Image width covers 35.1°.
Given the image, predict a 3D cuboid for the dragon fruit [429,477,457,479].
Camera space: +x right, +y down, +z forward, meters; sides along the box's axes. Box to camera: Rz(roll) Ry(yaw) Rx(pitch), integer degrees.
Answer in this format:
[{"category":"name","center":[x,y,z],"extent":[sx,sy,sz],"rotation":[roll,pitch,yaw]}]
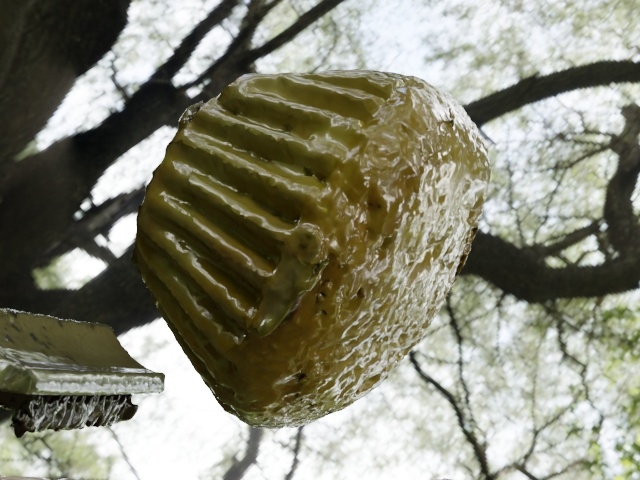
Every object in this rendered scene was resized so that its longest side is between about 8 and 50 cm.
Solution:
[{"category":"dragon fruit","center":[0.155,0.399,1.335],"extent":[0.209,0.172,0.172],"rotation":[-14,-67,37]}]

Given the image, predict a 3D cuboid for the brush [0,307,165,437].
[{"category":"brush","center":[-0.111,0.043,0.330],"extent":[0.043,0.036,0.248],"rotation":[36,-1,13]}]

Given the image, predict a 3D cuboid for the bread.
[{"category":"bread","center":[0.004,0.002,0.609],"extent":[0.139,0.240,0.240],"rotation":[29,-40,25]}]

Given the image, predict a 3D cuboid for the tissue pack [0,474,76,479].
[{"category":"tissue pack","center":[-0.119,0.129,0.353],"extent":[0.094,0.074,0.059],"rotation":[-121,-143,-63]}]
